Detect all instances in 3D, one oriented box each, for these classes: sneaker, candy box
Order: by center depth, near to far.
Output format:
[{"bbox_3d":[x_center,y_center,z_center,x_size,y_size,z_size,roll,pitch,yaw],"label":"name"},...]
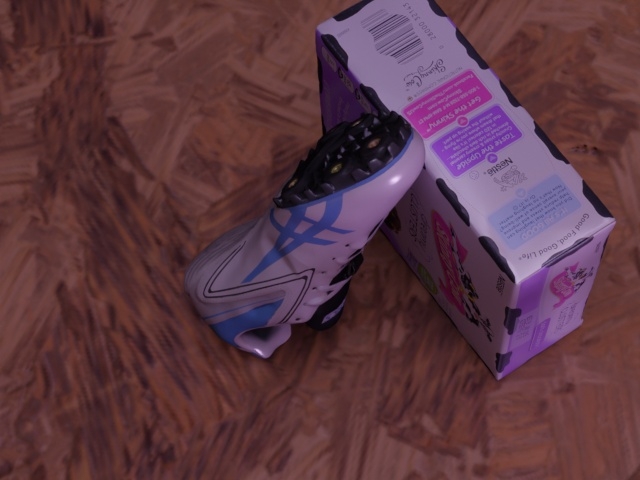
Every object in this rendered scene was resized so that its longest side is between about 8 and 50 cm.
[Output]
[{"bbox_3d":[0.000,0.000,0.884,0.086,0.237,0.085,43,55,-5],"label":"sneaker"},{"bbox_3d":[0.080,-0.033,0.921,0.070,0.165,0.196,-32,68,-12],"label":"candy box"}]
